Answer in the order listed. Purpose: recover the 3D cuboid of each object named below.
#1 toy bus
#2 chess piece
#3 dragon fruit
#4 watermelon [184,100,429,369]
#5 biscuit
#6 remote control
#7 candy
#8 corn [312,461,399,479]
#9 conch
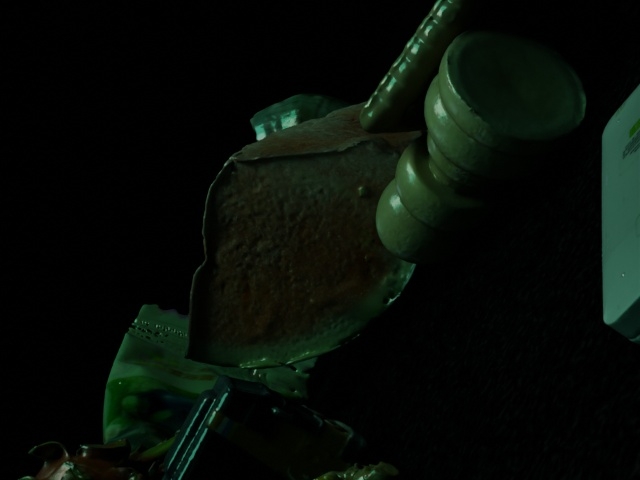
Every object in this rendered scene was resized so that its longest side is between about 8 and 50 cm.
[{"bbox_3d":[-0.086,0.268,1.043,0.275,0.167,0.138,-60,6,-6],"label":"toy bus"},{"bbox_3d":[0.137,-0.072,1.089,0.261,0.143,0.143,117,177,-51],"label":"chess piece"},{"bbox_3d":[-0.226,0.259,1.138,0.236,0.137,0.135,-50,-22,-36],"label":"dragon fruit"},{"bbox_3d":[0.033,0.003,1.281,0.319,0.222,0.292,-14,-67,-46],"label":"watermelon"},{"bbox_3d":[0.169,-0.198,1.164,0.217,0.044,0.325,-55,-18,21],"label":"biscuit"},{"bbox_3d":[0.219,-0.042,0.713,0.103,0.034,0.250,-55,9,34],"label":"remote control"},{"bbox_3d":[-0.166,0.236,1.349,0.172,0.263,0.398,110,-178,-46],"label":"candy"},{"bbox_3d":[-0.016,0.275,0.825,0.261,0.097,0.097,-60,7,7],"label":"corn"},{"bbox_3d":[0.031,-0.089,1.538,0.277,0.220,0.195,5,-66,-53],"label":"conch"}]
